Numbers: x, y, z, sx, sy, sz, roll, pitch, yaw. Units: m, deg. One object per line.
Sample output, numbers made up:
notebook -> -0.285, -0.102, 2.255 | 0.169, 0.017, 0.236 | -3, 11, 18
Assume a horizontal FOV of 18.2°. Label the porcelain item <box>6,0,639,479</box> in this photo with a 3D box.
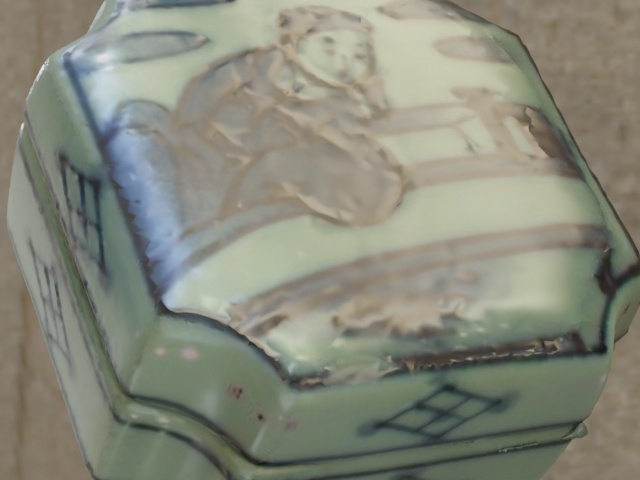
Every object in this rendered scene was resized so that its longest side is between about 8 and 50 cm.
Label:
porcelain item -> 0.000, 0.000, 1.016 | 0.157, 0.281, 0.286 | 116, 142, -45
